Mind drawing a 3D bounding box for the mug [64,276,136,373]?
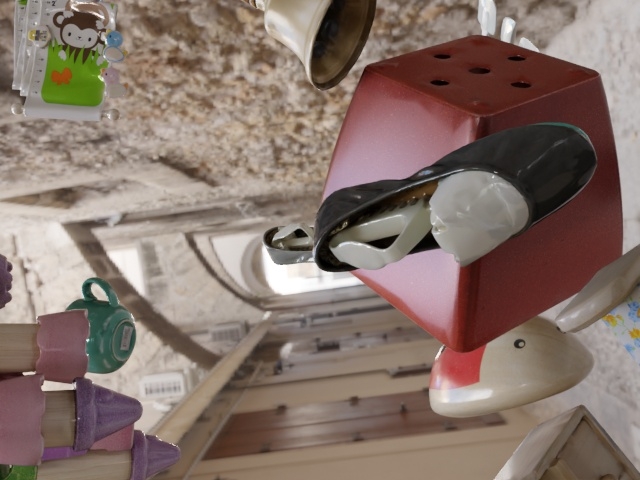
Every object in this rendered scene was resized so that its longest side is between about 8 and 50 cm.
[{"bbox_3d":[-0.389,0.160,1.296,0.129,0.097,0.157,-62,-29,-49],"label":"mug"}]

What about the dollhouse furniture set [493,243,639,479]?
[{"bbox_3d":[0.306,0.202,0.575,0.362,0.256,0.394,52,134,8],"label":"dollhouse furniture set"}]

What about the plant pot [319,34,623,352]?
[{"bbox_3d":[0.169,-0.080,0.822,0.267,0.267,0.235,37,139,44],"label":"plant pot"}]

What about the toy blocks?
[{"bbox_3d":[-0.254,0.181,0.675,0.309,0.260,0.288,-135,51,-58],"label":"toy blocks"}]

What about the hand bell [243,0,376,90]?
[{"bbox_3d":[-0.074,-0.266,0.795,0.126,0.242,0.126,-50,-22,-29],"label":"hand bell"}]

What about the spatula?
[{"bbox_3d":[0.308,-0.292,1.226,0.168,0.019,0.242,54,174,24],"label":"spatula"}]

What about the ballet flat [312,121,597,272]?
[{"bbox_3d":[0.102,-0.017,0.646,0.095,0.280,0.096,50,-133,-23],"label":"ballet flat"}]

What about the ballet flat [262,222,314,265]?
[{"bbox_3d":[0.000,0.000,1.141,0.068,0.213,0.072,59,-140,-33],"label":"ballet flat"}]

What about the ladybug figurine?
[{"bbox_3d":[0.373,0.259,1.543,0.161,0.305,0.449,71,157,11],"label":"ladybug figurine"}]

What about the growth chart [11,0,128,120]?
[{"bbox_3d":[-0.354,-0.277,1.018,0.021,0.172,0.237,60,-155,-86],"label":"growth chart"}]
